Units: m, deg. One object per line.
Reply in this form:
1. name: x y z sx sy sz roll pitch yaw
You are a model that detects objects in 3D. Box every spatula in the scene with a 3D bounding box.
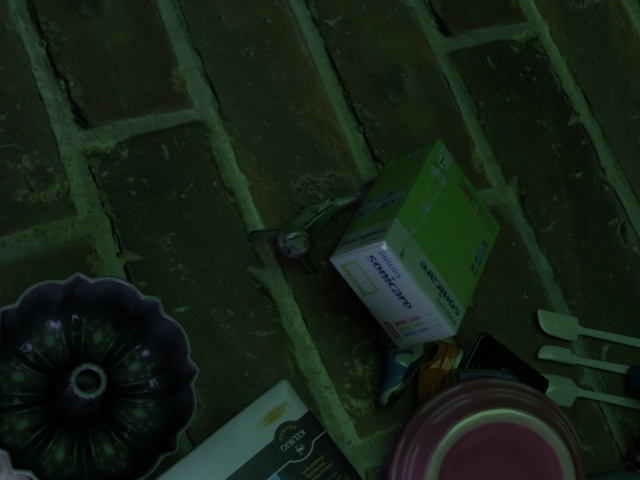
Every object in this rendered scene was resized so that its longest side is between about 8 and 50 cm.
1. spatula: 0.494 0.228 1.998 0.242 0.019 0.168 14 65 -18

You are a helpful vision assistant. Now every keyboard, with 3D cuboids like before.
1. keyboard: 0.311 0.245 1.888 0.180 0.023 0.108 37 72 -23

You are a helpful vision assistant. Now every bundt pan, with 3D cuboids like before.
1. bundt pan: -0.352 0.220 1.632 0.330 0.124 0.331 7 68 -17

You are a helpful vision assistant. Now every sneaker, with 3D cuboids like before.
1. sneaker: 0.131 0.186 1.853 0.081 0.080 0.211 26 53 -2
2. sneaker: 0.185 0.249 1.861 0.067 0.064 0.175 21 57 11

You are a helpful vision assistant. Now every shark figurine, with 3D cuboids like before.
1. shark figurine: 0.001 -0.008 1.883 0.278 0.166 0.116 -34 110 -45

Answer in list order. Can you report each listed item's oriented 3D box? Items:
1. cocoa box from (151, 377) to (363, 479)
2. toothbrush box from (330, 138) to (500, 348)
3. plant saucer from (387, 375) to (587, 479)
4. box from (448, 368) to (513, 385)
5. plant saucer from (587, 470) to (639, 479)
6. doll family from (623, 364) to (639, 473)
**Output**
1. cocoa box: -0.138 0.406 1.574 0.347 0.231 0.228 -36 85 -28
2. toothbrush box: 0.164 0.003 1.818 0.206 0.122 0.283 52 41 -21
3. plant saucer: 0.275 0.386 1.753 0.332 0.084 0.332 0 89 -10
4. box: 0.258 0.305 1.831 0.105 0.043 0.179 3 97 -22
5. plant saucer: 0.514 0.534 1.812 0.317 0.044 0.318 0 67 0
6. doll family: 0.640 0.334 1.943 0.163 0.118 0.263 21 63 -20
